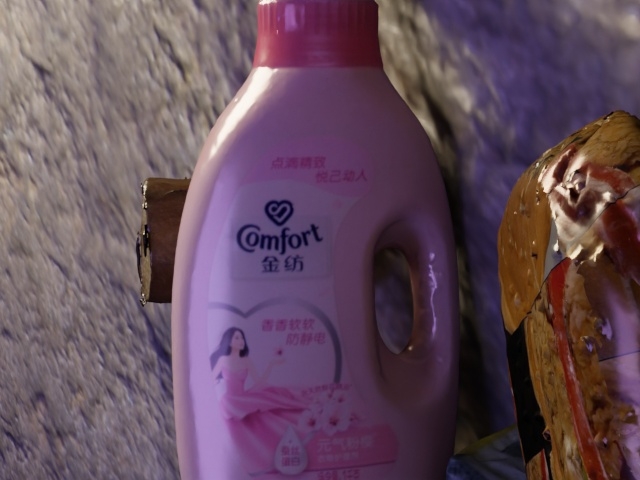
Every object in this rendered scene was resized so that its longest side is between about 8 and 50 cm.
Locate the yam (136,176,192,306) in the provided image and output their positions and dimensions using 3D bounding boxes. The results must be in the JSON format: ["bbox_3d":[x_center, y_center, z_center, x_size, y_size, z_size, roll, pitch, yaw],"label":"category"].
[{"bbox_3d":[-0.045,0.000,0.812,0.084,0.127,0.084,178,90,-76],"label":"yam"}]

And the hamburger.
[{"bbox_3d":[0.135,0.058,0.546,0.231,0.106,0.231,-10,-90,-90],"label":"hamburger"}]

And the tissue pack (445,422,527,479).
[{"bbox_3d":[0.139,0.246,0.706,0.185,0.081,0.257,31,130,48],"label":"tissue pack"}]

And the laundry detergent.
[{"bbox_3d":[0.000,0.000,0.736,0.088,0.159,0.335,-160,70,-72],"label":"laundry detergent"}]
